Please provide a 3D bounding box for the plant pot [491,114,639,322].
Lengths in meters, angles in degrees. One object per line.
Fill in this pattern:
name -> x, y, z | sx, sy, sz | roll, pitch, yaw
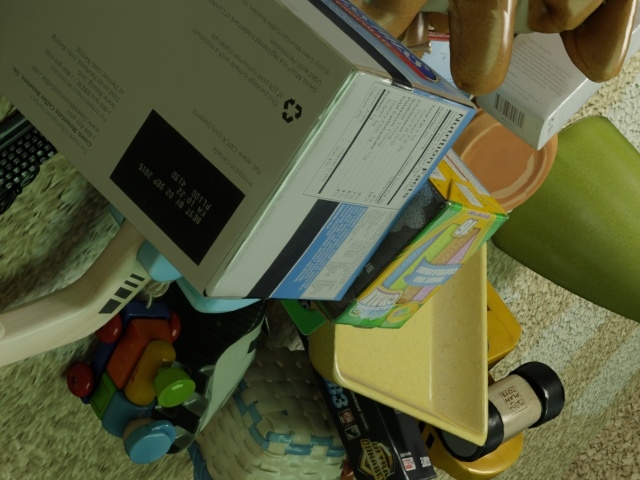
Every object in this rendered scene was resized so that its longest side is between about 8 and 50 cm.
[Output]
plant pot -> 0.470, -0.001, 2.420 | 0.274, 0.293, 0.275 | -35, 152, -21

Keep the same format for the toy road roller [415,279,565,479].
toy road roller -> 0.180, 0.212, 2.308 | 0.202, 0.330, 0.240 | -20, 162, -41

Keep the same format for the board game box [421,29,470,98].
board game box -> 0.113, -0.198, 1.913 | 0.281, 0.027, 0.145 | -6, 132, -53

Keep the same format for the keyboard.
keyboard -> -0.304, -0.069, 1.483 | 0.180, 0.023, 0.108 | -38, 153, -14

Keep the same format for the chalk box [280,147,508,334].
chalk box -> 0.045, -0.001, 1.457 | 0.213, 0.132, 0.132 | -46, 154, 21

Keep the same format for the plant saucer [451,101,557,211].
plant saucer -> 0.248, -0.111, 2.139 | 0.199, 0.037, 0.200 | -13, 127, -18

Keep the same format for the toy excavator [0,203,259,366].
toy excavator -> -0.161, 0.002, 1.617 | 0.445, 0.222, 0.433 | -49, 154, 25

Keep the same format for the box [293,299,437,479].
box -> 0.057, 0.194, 2.033 | 0.073, 0.293, 0.295 | -24, 168, 9

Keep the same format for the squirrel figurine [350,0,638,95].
squirrel figurine -> 0.131, -0.349, 1.532 | 0.370, 0.281, 0.397 | -4, 118, -41

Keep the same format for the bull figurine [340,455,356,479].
bull figurine -> 0.033, 0.324, 2.356 | 0.101, 0.188, 0.310 | -40, 154, -14

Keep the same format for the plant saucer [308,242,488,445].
plant saucer -> 0.089, 0.064, 1.893 | 0.081, 0.333, 0.332 | -14, 152, 34

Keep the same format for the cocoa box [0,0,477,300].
cocoa box -> -0.087, -0.138, 1.334 | 0.231, 0.347, 0.228 | -55, 153, 16

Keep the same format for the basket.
basket -> -0.086, 0.308, 2.077 | 0.201, 0.255, 0.289 | 11, 125, -33

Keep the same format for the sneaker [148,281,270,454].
sneaker -> -0.129, 0.105, 1.912 | 0.146, 0.122, 0.331 | -36, 157, -58

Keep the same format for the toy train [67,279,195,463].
toy train -> -0.190, 0.130, 1.778 | 0.105, 0.143, 0.248 | 4, 127, -41

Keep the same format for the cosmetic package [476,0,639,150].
cosmetic package -> 0.323, -0.243, 2.029 | 0.231, 0.117, 0.085 | -43, 161, -18
